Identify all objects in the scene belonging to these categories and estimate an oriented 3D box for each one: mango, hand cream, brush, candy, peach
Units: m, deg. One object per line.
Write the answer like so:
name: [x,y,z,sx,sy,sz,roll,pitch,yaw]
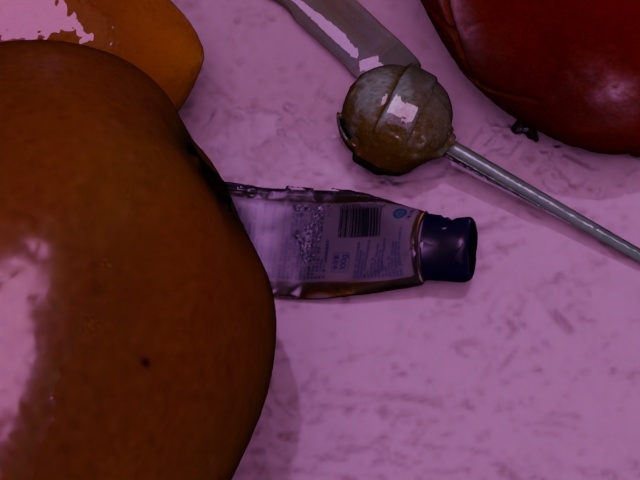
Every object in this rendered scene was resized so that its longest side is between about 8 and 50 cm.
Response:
mango: [-0.169,-0.094,0.915,0.217,0.102,0.141,0,83,4]
mango: [-0.175,0.088,0.788,0.264,0.221,0.378,33,85,38]
hand cream: [0.000,0.000,0.925,0.163,0.039,0.062,4,79,8]
brush: [-0.017,-0.147,0.963,0.178,0.030,0.033,43,71,11]
candy: [0.102,-0.028,0.926,0.202,0.061,0.061,30,79,-1]
peach: [0.139,-0.152,0.910,0.196,0.226,0.190,-9,37,33]
